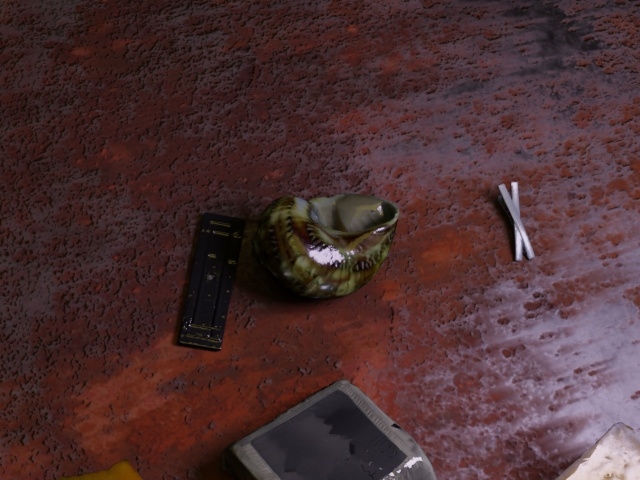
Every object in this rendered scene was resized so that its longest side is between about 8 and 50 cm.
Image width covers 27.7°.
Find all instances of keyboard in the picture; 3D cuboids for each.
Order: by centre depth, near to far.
[{"bbox_3d":[-0.149,0.054,1.784,0.061,0.013,0.204,10,61,-2],"label":"keyboard"}]

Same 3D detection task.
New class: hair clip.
[{"bbox_3d":[0.280,-0.025,1.870,0.030,0.039,0.115,-11,75,-3],"label":"hair clip"}]

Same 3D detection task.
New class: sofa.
[{"bbox_3d":[0.021,0.315,1.626,0.210,0.176,0.225,-31,41,-21],"label":"sofa"}]

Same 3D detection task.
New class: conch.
[{"bbox_3d":[-0.001,0.002,1.772,0.181,0.124,0.187,24,38,17],"label":"conch"}]

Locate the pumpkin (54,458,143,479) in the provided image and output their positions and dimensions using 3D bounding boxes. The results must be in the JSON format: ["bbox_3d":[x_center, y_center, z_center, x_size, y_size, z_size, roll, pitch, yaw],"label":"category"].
[{"bbox_3d":[-0.220,0.383,1.546,0.131,0.126,0.248,-28,51,-25],"label":"pumpkin"}]

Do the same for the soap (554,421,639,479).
[{"bbox_3d":[0.374,0.432,1.557,0.293,0.156,0.335,-38,70,-13],"label":"soap"}]
